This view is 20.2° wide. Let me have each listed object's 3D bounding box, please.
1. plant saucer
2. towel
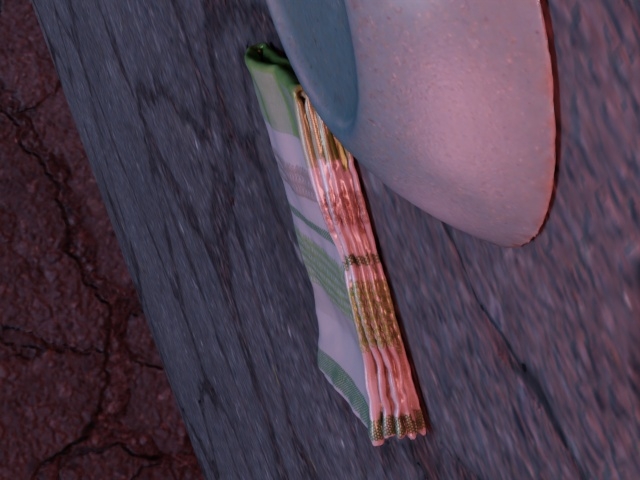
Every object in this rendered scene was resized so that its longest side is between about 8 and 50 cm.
[{"bbox_3d":[0.008,-0.084,0.500,0.195,0.037,0.195,162,90,-80],"label":"plant saucer"},{"bbox_3d":[0.000,0.000,0.733,0.113,0.023,0.152,-141,33,-70],"label":"towel"}]
